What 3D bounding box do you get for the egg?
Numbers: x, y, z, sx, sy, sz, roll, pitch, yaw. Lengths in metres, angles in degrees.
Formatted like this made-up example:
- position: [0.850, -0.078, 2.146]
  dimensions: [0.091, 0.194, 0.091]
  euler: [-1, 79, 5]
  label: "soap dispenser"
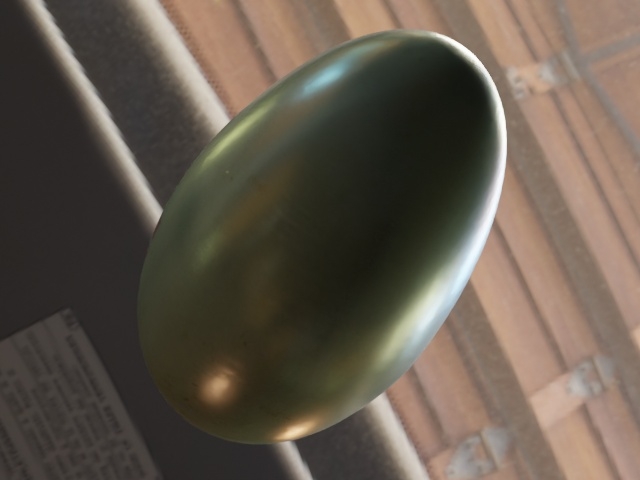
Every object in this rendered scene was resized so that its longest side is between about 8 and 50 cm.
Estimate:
- position: [0.000, 0.000, 0.939]
  dimensions: [0.230, 0.371, 0.230]
  euler: [29, -156, -15]
  label: "egg"
